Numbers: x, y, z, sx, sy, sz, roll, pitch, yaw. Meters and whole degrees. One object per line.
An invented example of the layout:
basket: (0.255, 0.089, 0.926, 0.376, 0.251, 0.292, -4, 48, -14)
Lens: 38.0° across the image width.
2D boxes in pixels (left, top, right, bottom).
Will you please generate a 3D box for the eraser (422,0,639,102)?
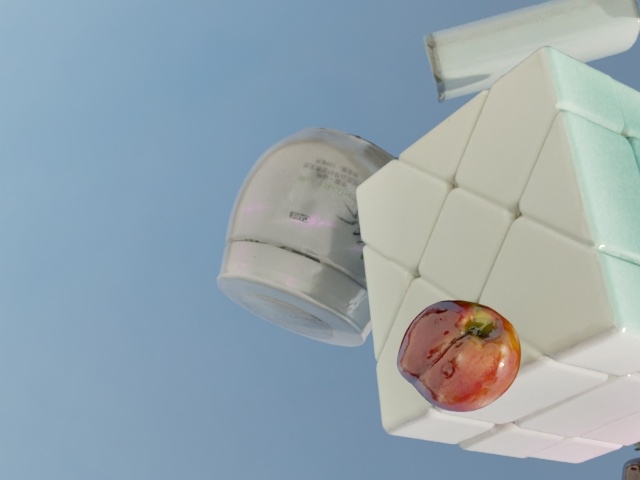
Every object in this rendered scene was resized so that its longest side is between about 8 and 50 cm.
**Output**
eraser: (0.299, -0.287, 1.358, 0.290, 0.189, 0.104, -14, -93, 6)

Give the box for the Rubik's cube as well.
Rubik's cube: (0.263, 0.038, 1.015, 0.319, 0.316, 0.322, -37, -130, 44)

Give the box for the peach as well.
peach: (0.116, 0.099, 0.777, 0.101, 0.101, 0.101, -6, -99, 43)

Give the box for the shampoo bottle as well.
shampoo bottle: (0.000, 0.000, 1.343, 0.273, 0.273, 0.266, 2, -117, 44)

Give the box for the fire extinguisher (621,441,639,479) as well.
fire extinguisher: (0.450, 0.359, 1.247, 0.071, 0.099, 0.231, 141, -42, -85)
